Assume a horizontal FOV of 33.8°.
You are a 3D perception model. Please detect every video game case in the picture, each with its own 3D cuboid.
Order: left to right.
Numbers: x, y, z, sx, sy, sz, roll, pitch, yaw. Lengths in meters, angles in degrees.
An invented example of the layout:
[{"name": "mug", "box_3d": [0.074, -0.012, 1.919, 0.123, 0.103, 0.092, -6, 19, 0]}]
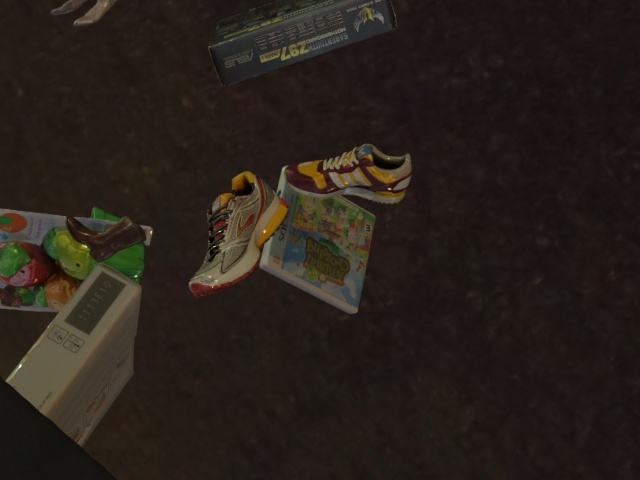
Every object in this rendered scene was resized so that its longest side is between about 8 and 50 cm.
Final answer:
[{"name": "video game case", "box_3d": [0.000, 0.000, 1.816, 0.212, 0.193, 0.023, 29, 151, -33]}]

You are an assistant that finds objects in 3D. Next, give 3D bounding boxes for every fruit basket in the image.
[{"name": "fruit basket", "box_3d": [-0.533, 0.061, 2.086, 0.327, 0.353, 0.165, 118, 146, -46]}]

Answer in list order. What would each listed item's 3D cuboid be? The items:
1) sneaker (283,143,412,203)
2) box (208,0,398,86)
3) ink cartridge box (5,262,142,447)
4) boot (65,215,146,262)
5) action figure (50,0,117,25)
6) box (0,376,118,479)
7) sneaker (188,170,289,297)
[{"name": "sneaker", "box_3d": [0.041, -0.107, 1.538, 0.069, 0.185, 0.084, -96, 13, -45]}, {"name": "box", "box_3d": [-0.027, -0.277, 1.361, 0.183, 0.233, 0.059, -103, -7, -70]}, {"name": "ink cartridge box", "box_3d": [-0.294, 0.189, 1.143, 0.060, 0.275, 0.239, 30, 149, 5]}, {"name": "boot", "box_3d": [-0.369, -0.021, 1.821, 0.114, 0.037, 0.106, -25, 120, 26]}, {"name": "action figure", "box_3d": [-0.342, -0.456, 1.343, 0.341, 0.179, 0.330, -116, 11, -68]}, {"name": "box", "box_3d": [-0.256, 0.386, 0.679, 0.472, 0.297, 0.480, 41, 127, -1]}, {"name": "sneaker", "box_3d": [-0.128, -0.008, 1.434, 0.088, 0.225, 0.092, -22, 117, 36]}]
